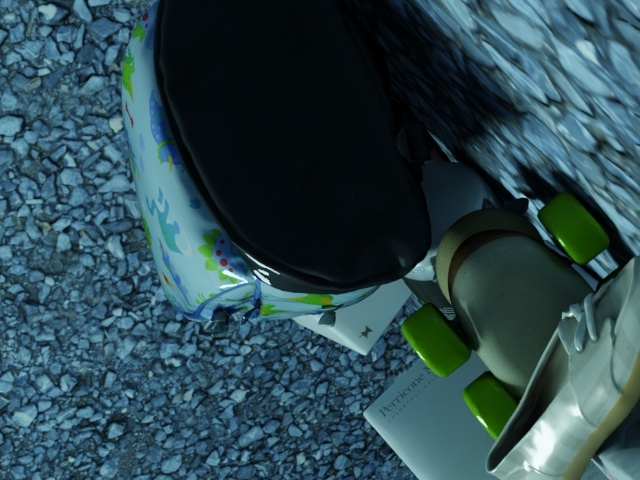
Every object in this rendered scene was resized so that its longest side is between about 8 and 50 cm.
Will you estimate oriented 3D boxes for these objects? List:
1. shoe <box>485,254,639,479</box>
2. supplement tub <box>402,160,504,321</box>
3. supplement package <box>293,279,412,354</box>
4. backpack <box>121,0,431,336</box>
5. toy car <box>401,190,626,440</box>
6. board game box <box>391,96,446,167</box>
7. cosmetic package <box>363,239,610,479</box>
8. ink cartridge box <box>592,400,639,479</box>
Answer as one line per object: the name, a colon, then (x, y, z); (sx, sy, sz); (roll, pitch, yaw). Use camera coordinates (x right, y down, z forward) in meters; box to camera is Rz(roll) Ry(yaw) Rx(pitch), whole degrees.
shoe: (0.172, 0.092, 0.841); (0.058, 0.219, 0.076); (18, -145, -2)
supplement tub: (0.139, 0.023, 1.181); (0.117, 0.117, 0.190); (45, 176, 46)
supplement package: (0.000, 0.000, 1.499); (0.177, 0.175, 0.293); (39, 173, -14)
backpack: (-0.046, -0.058, 1.045); (0.355, 0.273, 0.290); (33, -145, -82)
toy car: (0.144, 0.033, 0.973); (0.149, 0.155, 0.188); (48, -173, -21)
board game box: (0.082, -0.084, 1.268); (0.170, 0.048, 0.141); (49, 179, -31)
cosmetic package: (0.199, 0.161, 1.061); (0.224, 0.224, 0.138); (44, 177, 44)
ink cartridge box: (0.327, 0.212, 0.830); (0.289, 0.121, 0.211); (47, 178, -3)
